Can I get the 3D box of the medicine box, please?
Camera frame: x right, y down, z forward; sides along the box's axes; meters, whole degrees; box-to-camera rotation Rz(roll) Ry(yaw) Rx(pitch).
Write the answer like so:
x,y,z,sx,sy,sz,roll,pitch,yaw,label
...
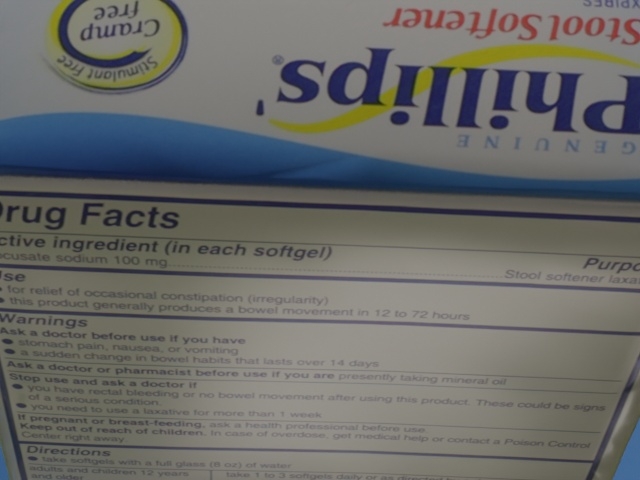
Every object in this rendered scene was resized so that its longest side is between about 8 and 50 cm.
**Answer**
x,y,z,sx,sy,sz,roll,pitch,yaw,label
0.000,0.000,0.718,0.263,0.149,0.289,2,-33,-2,medicine box
